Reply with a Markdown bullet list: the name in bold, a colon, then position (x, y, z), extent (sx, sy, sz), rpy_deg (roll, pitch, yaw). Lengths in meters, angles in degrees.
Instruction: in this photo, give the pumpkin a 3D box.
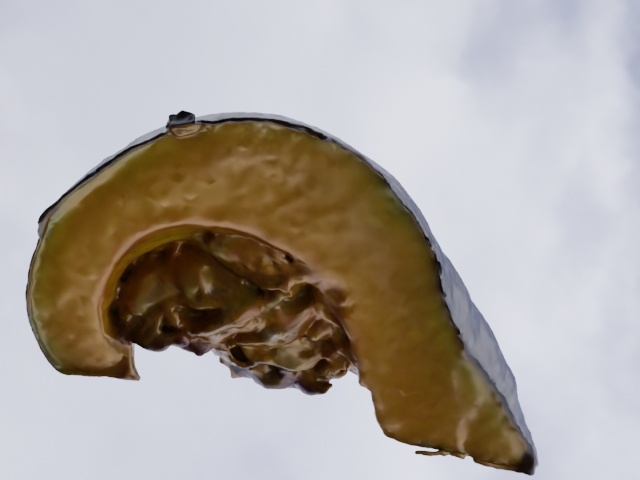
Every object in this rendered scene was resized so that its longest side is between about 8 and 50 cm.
- **pumpkin**: position (0.003, -0.002, 0.807), extent (0.111, 0.278, 0.163), rpy_deg (-91, -161, -53)
